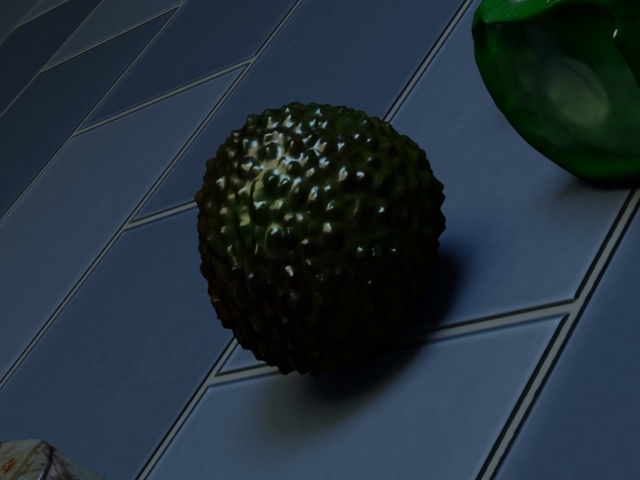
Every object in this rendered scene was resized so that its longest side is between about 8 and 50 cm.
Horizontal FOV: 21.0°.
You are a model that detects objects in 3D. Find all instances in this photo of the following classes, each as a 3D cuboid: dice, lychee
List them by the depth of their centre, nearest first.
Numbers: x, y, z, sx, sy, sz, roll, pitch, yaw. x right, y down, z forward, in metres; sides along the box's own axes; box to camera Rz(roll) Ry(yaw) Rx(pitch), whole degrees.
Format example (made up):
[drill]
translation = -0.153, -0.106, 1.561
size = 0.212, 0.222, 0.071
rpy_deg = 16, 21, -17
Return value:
[dice]
translation = 0.175, -0.117, 1.003
size = 0.120, 0.128, 0.131
rpy_deg = -48, 21, -24
[lychee]
translation = 0.000, 0.000, 1.049
size = 0.171, 0.171, 0.171
rpy_deg = -34, 22, 16

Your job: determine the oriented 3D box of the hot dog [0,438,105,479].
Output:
[hot dog]
translation = -0.243, 0.198, 1.161
size = 0.268, 0.075, 0.144
rpy_deg = -6, 44, 51
